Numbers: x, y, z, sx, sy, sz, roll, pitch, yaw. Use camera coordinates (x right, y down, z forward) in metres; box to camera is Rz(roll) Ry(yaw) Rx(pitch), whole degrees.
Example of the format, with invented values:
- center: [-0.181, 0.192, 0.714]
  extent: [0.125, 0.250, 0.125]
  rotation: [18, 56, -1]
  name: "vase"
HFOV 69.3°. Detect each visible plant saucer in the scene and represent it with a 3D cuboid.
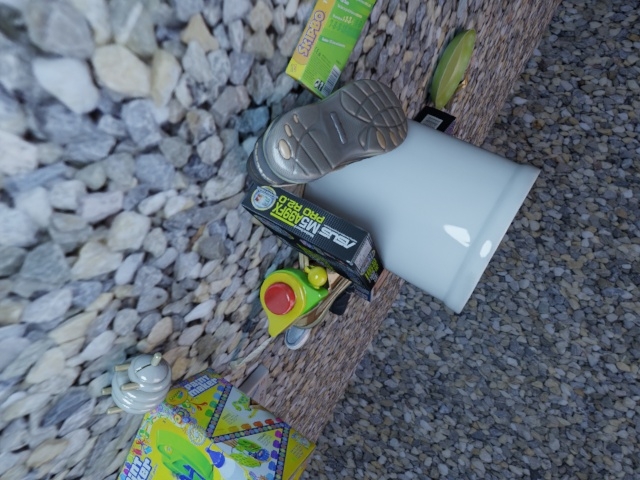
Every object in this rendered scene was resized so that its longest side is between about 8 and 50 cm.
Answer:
- center: [0.390, -0.514, 1.387]
  extent: [0.241, 0.037, 0.240]
  rotation: [-51, 160, -28]
  name: "plant saucer"

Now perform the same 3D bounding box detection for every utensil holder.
- center: [0.202, -0.081, 0.991]
  extent: [0.327, 0.386, 0.327]
  rotation: [-51, 160, -27]
  name: "utensil holder"

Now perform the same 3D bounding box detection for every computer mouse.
- center: [0.050, 0.120, 1.353]
  extent: [0.272, 0.072, 0.188]
  rotation: [102, -9, -51]
  name: "computer mouse"

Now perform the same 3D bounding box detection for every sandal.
- center: [0.466, -0.520, 1.557]
  extent: [0.072, 0.049, 0.180]
  rotation: [-44, 155, -40]
  name: "sandal"

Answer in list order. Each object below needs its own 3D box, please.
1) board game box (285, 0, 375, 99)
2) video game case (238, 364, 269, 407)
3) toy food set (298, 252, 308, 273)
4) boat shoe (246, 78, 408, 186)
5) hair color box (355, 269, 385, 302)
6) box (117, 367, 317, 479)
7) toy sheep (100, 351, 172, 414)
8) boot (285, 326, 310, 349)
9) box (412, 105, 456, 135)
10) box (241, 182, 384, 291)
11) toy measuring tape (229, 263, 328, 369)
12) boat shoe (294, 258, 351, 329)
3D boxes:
- center: [0.037, -0.354, 0.711]
  extent: [0.259, 0.039, 0.124]
  rotation: [-61, 163, 10]
  name: "board game box"
- center: [-0.258, 0.531, 1.245]
  extent: [0.329, 0.036, 0.299]
  rotation: [-43, 155, -41]
  name: "video game case"
- center: [-0.040, 0.052, 1.071]
  extent: [0.082, 0.020, 0.083]
  rotation: [-99, -172, -48]
  name: "toy food set"
- center: [0.015, -0.180, 0.776]
  extent: [0.356, 0.130, 0.132]
  rotation: [-26, 101, -43]
  name: "boat shoe"
- center: [0.176, 0.059, 1.570]
  extent: [0.173, 0.105, 0.347]
  rotation: [-53, 161, -20]
  name: "hair color box"
- center: [-0.210, 0.459, 0.882]
  extent: [0.289, 0.279, 0.177]
  rotation: [-65, 161, 12]
  name: "box"
- center: [-0.264, 0.210, 0.682]
  extent: [0.132, 0.091, 0.091]
  rotation: [-49, 169, 29]
  name: "toy sheep"
- center: [-0.052, 0.202, 1.267]
  extent: [0.189, 0.069, 0.086]
  rotation: [-64, 156, -14]
  name: "boot"
- center: [0.321, -0.282, 1.439]
  extent: [0.153, 0.108, 0.207]
  rotation: [-50, 158, -30]
  name: "box"
- center: [0.000, 0.000, 0.853]
  extent: [0.060, 0.216, 0.270]
  rotation: [-60, 162, -7]
  name: "box"
- center: [-0.112, 0.155, 1.025]
  extent: [0.330, 0.121, 0.121]
  rotation: [-43, 168, 22]
  name: "toy measuring tape"
- center: [0.017, 0.080, 1.168]
  extent: [0.323, 0.123, 0.120]
  rotation: [-59, 157, -5]
  name: "boat shoe"
